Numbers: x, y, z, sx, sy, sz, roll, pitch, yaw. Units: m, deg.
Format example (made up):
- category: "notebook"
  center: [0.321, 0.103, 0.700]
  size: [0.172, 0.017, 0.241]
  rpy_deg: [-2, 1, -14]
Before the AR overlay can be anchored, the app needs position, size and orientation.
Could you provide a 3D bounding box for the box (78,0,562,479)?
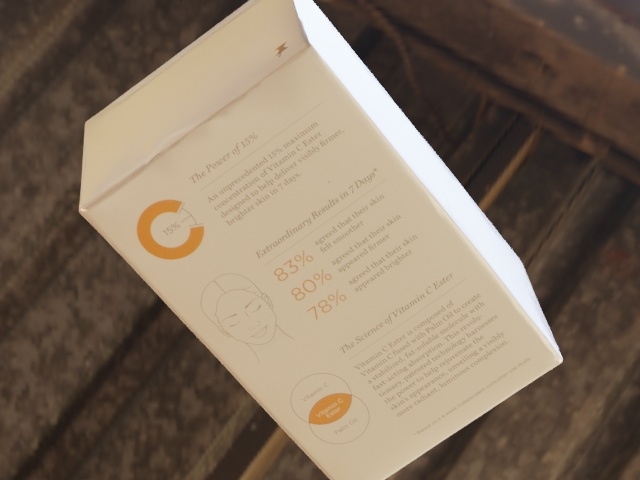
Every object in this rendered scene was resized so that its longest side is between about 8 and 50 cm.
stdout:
- category: "box"
  center: [0.000, 0.000, 1.388]
  size: [0.215, 0.345, 0.168]
  rpy_deg: [-35, -154, 12]
